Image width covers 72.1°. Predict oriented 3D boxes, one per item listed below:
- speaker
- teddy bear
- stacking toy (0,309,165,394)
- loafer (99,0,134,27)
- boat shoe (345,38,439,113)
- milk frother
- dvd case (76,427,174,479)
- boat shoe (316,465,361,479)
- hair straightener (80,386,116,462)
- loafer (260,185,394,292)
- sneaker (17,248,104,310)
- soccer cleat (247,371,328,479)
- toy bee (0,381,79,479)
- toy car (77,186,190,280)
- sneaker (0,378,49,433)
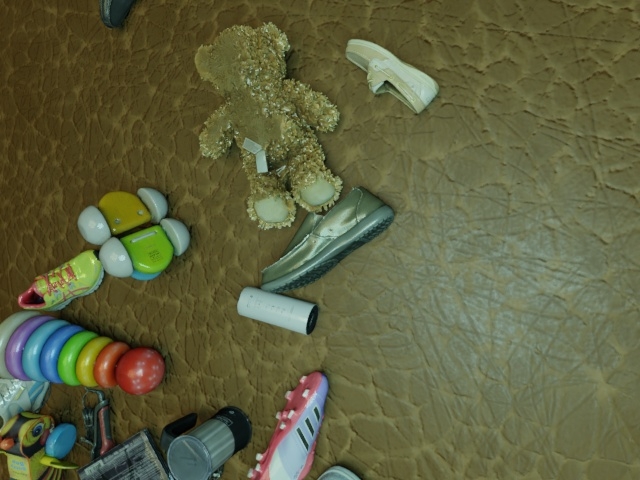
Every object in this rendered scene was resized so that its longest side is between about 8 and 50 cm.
[{"bbox_3d":[-0.073,0.121,0.765,0.136,0.055,0.055,12,94,20],"label":"speaker"},{"bbox_3d":[-0.086,-0.188,0.757,0.245,0.113,0.338,-39,85,23],"label":"teddy bear"},{"bbox_3d":[-0.463,0.230,0.872,0.330,0.141,0.141,8,92,9],"label":"stacking toy"},{"bbox_3d":[-0.392,-0.510,0.885,0.061,0.062,0.170,23,99,14],"label":"loafer"},{"bbox_3d":[0.102,-0.260,0.698,0.170,0.063,0.059,35,95,16],"label":"boat shoe"},{"bbox_3d":[-0.206,0.384,0.770,0.129,0.135,0.143,-4,88,21],"label":"milk frother"},{"bbox_3d":[-0.358,0.508,0.862,0.164,0.018,0.221,-32,83,4],"label":"dvd case"},{"bbox_3d":[-0.016,0.524,0.715,0.118,0.103,0.320,29,100,18],"label":"boat shoe"},{"bbox_3d":[-0.474,0.410,0.912,0.089,0.047,0.230,-8,92,21],"label":"hair straightener"},{"bbox_3d":[0.000,0.000,0.727,0.251,0.094,0.087,-34,73,7],"label":"loafer"},{"bbox_3d":[-0.542,0.090,0.917,0.208,0.094,0.081,-37,76,15],"label":"sneaker"},{"bbox_3d":[-0.038,0.338,0.749,0.095,0.083,0.248,27,95,-11],"label":"soccer cleat"},{"bbox_3d":[-0.601,0.411,0.894,0.195,0.162,0.298,-14,89,10],"label":"toy bee"},{"bbox_3d":[-0.353,-0.001,0.836,0.182,0.159,0.136,50,140,13],"label":"toy car"},{"bbox_3d":[-0.665,0.326,0.963,0.087,0.092,0.229,16,94,21],"label":"sneaker"}]
